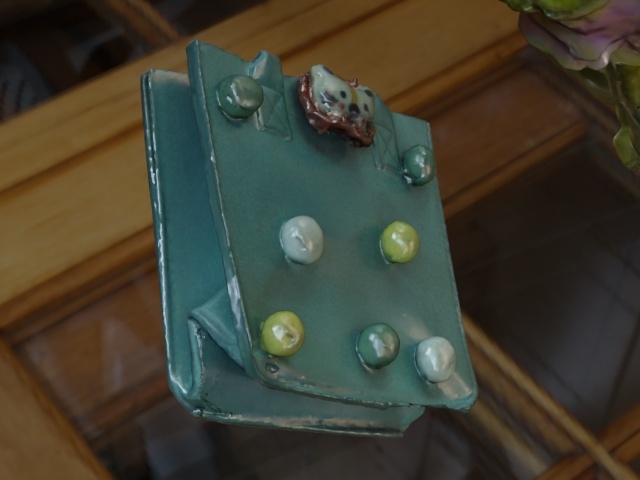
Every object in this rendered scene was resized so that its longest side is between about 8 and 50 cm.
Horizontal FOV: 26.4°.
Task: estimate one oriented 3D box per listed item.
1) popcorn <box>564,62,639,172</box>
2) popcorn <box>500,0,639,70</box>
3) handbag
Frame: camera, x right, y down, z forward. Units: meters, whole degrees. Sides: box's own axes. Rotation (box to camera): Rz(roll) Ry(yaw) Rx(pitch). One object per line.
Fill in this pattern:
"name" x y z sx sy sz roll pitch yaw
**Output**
"popcorn" 0.274 -0.190 0.929 0.312 0.312 0.312 42 149 33
"popcorn" 0.150 -0.147 0.668 0.126 0.126 0.145 31 155 17
"handbag" 0.003 0.001 1.010 0.100 0.269 0.274 -23 63 42
